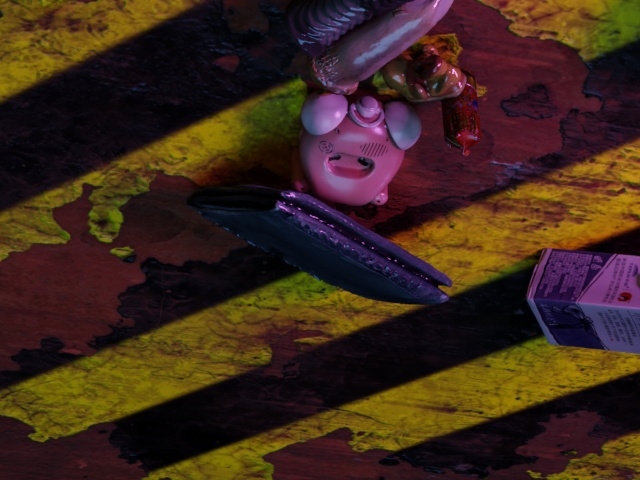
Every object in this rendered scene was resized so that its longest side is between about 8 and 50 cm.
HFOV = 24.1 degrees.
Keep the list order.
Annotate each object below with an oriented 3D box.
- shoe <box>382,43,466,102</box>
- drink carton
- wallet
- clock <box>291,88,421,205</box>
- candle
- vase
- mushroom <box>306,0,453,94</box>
[{"bbox_3d":[0.133,-0.218,1.947,0.109,0.072,0.069,27,170,45],"label":"shoe"},{"bbox_3d":[0.438,0.095,2.243,0.222,0.102,0.134,6,145,32],"label":"drink carton"},{"bbox_3d":[0.000,0.000,2.149,0.342,0.075,0.237,28,163,-34],"label":"wallet"},{"bbox_3d":[0.044,-0.128,2.038,0.166,0.092,0.162,9,136,-11],"label":"clock"},{"bbox_3d":[0.183,-0.162,1.964,0.052,0.130,0.052,0,143,0],"label":"candle"},{"bbox_3d":[0.068,-0.307,1.817,0.237,0.115,0.115,-24,135,34],"label":"vase"},{"bbox_3d":[0.080,-0.257,1.904,0.209,0.071,0.084,-31,137,27],"label":"mushroom"}]
